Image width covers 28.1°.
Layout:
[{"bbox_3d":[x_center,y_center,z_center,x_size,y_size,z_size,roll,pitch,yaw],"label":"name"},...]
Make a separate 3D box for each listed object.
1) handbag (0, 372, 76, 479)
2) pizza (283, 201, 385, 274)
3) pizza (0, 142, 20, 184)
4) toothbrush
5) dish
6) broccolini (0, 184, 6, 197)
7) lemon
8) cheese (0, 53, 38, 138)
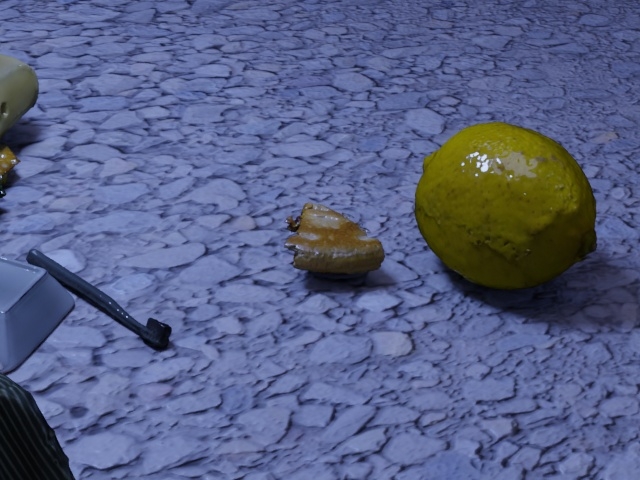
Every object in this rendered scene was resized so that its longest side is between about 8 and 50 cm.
[{"bbox_3d":[-0.360,0.276,1.209,0.247,0.341,0.240,23,51,28],"label":"handbag"},{"bbox_3d":[0.001,0.001,1.979,0.154,0.069,0.194,-2,25,-16],"label":"pizza"},{"bbox_3d":[-0.547,-0.121,2.088,0.099,0.036,0.160,-16,38,-33],"label":"pizza"},{"bbox_3d":[-0.320,0.076,1.818,0.297,0.031,0.030,27,10,32],"label":"toothbrush"},{"bbox_3d":[-0.445,0.095,1.722,0.154,0.064,0.234,15,32,11],"label":"dish"},{"bbox_3d":[-0.545,0.001,1.834,0.078,0.074,0.392,-27,23,16],"label":"broccolini"},{"bbox_3d":[0.286,-0.049,1.953,0.310,0.253,0.253,29,36,27],"label":"lemon"},{"bbox_3d":[-0.650,-0.238,2.146,0.315,0.128,0.259,2,23,20],"label":"cheese"}]
